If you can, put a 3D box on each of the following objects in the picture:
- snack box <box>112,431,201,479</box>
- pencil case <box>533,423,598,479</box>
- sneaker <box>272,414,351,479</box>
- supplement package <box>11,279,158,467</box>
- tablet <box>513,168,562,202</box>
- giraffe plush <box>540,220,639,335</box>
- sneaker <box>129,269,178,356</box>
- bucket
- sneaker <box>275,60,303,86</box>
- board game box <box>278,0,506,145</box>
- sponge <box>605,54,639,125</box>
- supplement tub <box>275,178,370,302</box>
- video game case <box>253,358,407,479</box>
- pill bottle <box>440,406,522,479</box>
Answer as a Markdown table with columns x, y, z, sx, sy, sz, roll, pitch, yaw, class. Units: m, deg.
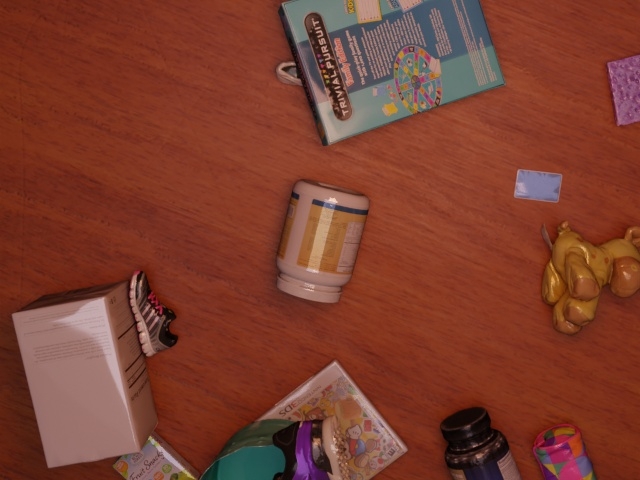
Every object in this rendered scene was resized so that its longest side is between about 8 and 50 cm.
| x | y | z | sx | sy | sz | roll | pitch | yaw | class |
| --- | --- | --- | --- | --- | --- | --- | --- | --- | --- |
| -0.319 | 0.451 | 1.780 | 0.141 | 0.037 | 0.100 | 44 | 96 | -3 | snack box |
| 0.478 | 0.469 | 1.714 | 0.104 | 0.104 | 0.236 | -19 | 95 | 5 | pencil case |
| -0.019 | 0.443 | 1.530 | 0.146 | 0.102 | 0.293 | -8 | 92 | 7 | sneaker |
| -0.429 | 0.243 | 1.688 | 0.177 | 0.175 | 0.293 | -10 | 97 | 3 | supplement package |
| 0.403 | -0.101 | 1.686 | 0.083 | 0.006 | 0.054 | 7 | 98 | 3 | tablet |
| 0.505 | 0.056 | 1.644 | 0.170 | 0.181 | 0.210 | -1 | 63 | -7 | giraffe plush |
| -0.312 | 0.134 | 1.726 | 0.074 | 0.063 | 0.170 | -10 | 102 | 4 | sneaker |
| -0.089 | 0.471 | 1.673 | 0.281 | 0.183 | 0.281 | 1 | 98 | 4 | bucket |
| -0.009 | -0.297 | 1.654 | 0.152 | 0.061 | 0.054 | 7 | 96 | 1 | sneaker |
| 0.125 | -0.340 | 1.601 | 0.336 | 0.079 | 0.254 | -19 | 96 | -6 | board game box |
| 0.627 | -0.288 | 1.638 | 0.210 | 0.031 | 0.117 | -14 | 97 | 5 | sponge |
| 0.000 | 0.000 | 1.650 | 0.144 | 0.144 | 0.200 | 14 | 98 | 1 | supplement tub |
| 0.020 | 0.377 | 1.759 | 0.206 | 0.026 | 0.227 | -38 | 94 | 7 | video game case |
| 0.306 | 0.431 | 1.704 | 0.122 | 0.123 | 0.219 | -22 | 96 | 5 | pill bottle |
